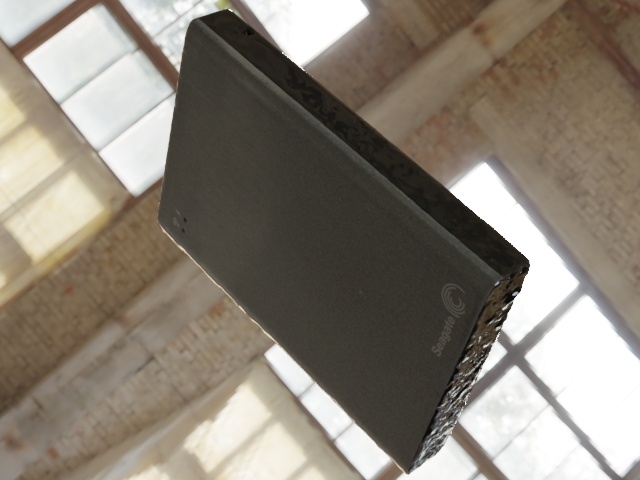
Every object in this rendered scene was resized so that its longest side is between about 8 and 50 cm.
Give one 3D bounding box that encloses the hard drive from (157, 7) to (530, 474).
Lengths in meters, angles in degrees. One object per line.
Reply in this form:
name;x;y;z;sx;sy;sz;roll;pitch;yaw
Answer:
hard drive;0.000;0.000;0.369;0.135;0.022;0.094;42;-41;25
